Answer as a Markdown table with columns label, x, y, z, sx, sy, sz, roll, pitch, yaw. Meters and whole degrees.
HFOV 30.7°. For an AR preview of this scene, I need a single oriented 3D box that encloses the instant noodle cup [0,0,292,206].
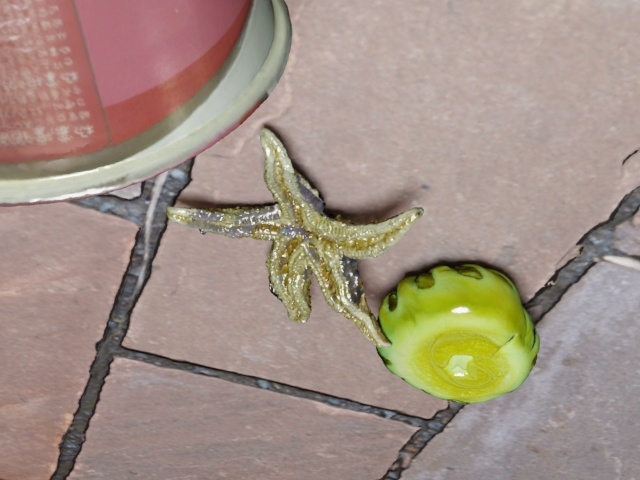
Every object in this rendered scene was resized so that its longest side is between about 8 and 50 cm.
| label | x | y | z | sx | sy | sz | roll | pitch | yaw |
| --- | --- | --- | --- | --- | --- | --- | --- | --- | --- |
| instant noodle cup | -0.137 | -0.154 | 0.543 | 0.234 | 0.235 | 0.178 | 0 | 134 | 7 |

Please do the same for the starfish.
| label | x | y | z | sx | sy | sz | roll | pitch | yaw |
| --- | --- | --- | --- | --- | --- | --- | --- | --- | --- |
| starfish | 0.000 | 0.000 | 0.850 | 0.176 | 0.053 | 0.208 | -7 | 137 | 34 |

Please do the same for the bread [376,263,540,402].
| label | x | y | z | sx | sy | sz | roll | pitch | yaw |
| --- | --- | --- | --- | --- | --- | --- | --- | --- | --- |
| bread | 0.110 | 0.072 | 0.923 | 0.130 | 0.071 | 0.139 | -31 | 127 | 34 |
